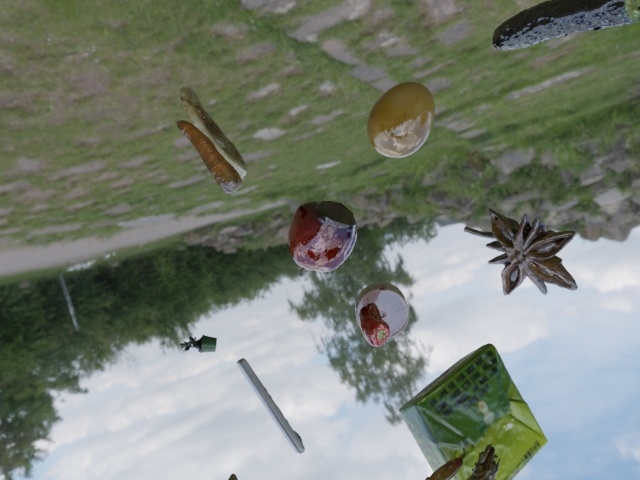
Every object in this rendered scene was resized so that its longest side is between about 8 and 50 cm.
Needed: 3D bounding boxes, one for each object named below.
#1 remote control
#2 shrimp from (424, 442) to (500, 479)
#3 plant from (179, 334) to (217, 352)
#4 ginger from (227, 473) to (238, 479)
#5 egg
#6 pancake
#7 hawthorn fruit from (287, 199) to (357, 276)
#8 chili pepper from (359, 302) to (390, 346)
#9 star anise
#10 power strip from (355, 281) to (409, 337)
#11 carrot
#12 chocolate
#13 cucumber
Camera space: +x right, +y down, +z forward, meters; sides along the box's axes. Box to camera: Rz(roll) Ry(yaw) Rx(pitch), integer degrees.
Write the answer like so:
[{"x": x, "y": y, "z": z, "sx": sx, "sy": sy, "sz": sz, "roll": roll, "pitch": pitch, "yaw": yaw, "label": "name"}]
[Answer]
[{"x": -0.116, "y": 0.389, "z": 1.303, "sx": 0.029, "sy": 0.261, "sz": 0.067, "roll": -33, "pitch": 175, "yaw": -21, "label": "remote control"}, {"x": 0.277, "y": 0.505, "z": 1.115, "sx": 0.236, "sy": 0.133, "sz": 0.053, "roll": -52, "pitch": 171, "yaw": -10, "label": "shrimp"}, {"x": -0.344, "y": 0.290, "z": 1.550, "sx": 0.102, "sy": 0.051, "sz": 0.051, "roll": 5, "pitch": 172, "yaw": -12, "label": "plant"}, {"x": -0.185, "y": 0.641, "z": 1.088, "sx": 0.413, "sy": 0.358, "sz": 0.211, "roll": -7, "pitch": 138, "yaw": -28, "label": "ginger"}, {"x": 0.325, "y": -0.483, "z": 2.195, "sx": 0.323, "sy": 0.250, "sz": 0.250, "roll": -57, "pitch": -176, "yaw": -9, "label": "egg"}, {"x": -0.353, "y": -0.350, "z": 1.800, "sx": 0.065, "sy": 0.356, "sz": 0.356, "roll": -35, "pitch": 176, "yaw": 7, "label": "pancake"}, {"x": 0.000, "y": 0.000, "z": 1.641, "sx": 0.215, "sy": 0.250, "sz": 0.215, "roll": 21, "pitch": -174, "yaw": -2, "label": "hawthorn fruit"}, {"x": 0.132, "y": 0.211, "z": 1.367, "sx": 0.073, "sy": 0.070, "sz": 0.123, "roll": -62, "pitch": -167, "yaw": 12, "label": "chili pepper"}, {"x": 0.605, "y": 0.027, "z": 1.645, "sx": 0.108, "sy": 0.293, "sz": 0.349, "roll": -14, "pitch": 178, "yaw": -40, "label": "star anise"}, {"x": 0.173, "y": 0.199, "z": 1.552, "sx": 0.154, "sy": 0.154, "sz": 0.078, "roll": -20, "pitch": -171, "yaw": 5, "label": "power strip"}, {"x": -0.222, "y": -0.172, "z": 1.088, "sx": 0.047, "sy": 0.191, "sz": 0.047, "roll": -37, "pitch": 170, "yaw": -7, "label": "carrot"}, {"x": 0.377, "y": 0.461, "z": 1.382, "sx": 0.300, "sy": 0.289, "sz": 0.137, "roll": -28, "pitch": 175, "yaw": -29, "label": "chocolate"}, {"x": 0.439, "y": -0.414, "z": 1.035, "sx": 0.303, "sy": 0.081, "sz": 0.072, "roll": 11, "pitch": -113, "yaw": 56, "label": "cucumber"}]
